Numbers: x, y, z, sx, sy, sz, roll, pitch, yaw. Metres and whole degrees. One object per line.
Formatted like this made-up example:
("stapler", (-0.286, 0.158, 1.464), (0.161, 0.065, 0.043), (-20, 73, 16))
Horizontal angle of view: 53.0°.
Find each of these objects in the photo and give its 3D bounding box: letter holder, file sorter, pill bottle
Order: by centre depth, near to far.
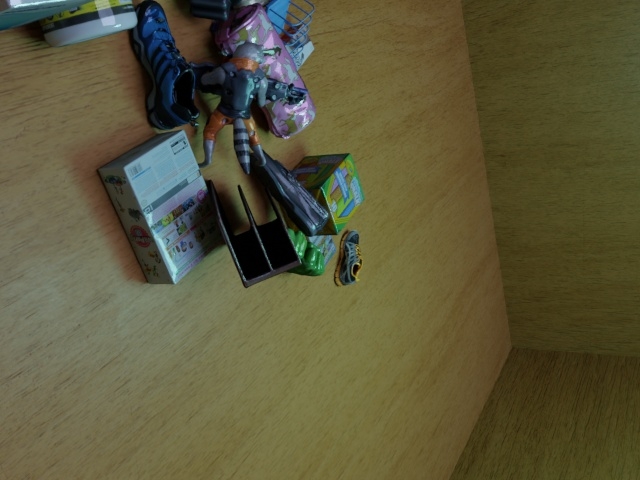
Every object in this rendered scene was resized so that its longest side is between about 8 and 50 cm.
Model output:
("pill bottle", (-0.499, -0.564, 1.251), (0.188, 0.187, 0.334), (-41, 122, -51))
("letter holder", (-0.178, -0.057, 1.635), (0.302, 0.151, 0.215), (-120, -171, -65))
("file sorter", (-0.097, -0.618, 1.865), (0.118, 0.104, 0.170), (-51, 174, -29))

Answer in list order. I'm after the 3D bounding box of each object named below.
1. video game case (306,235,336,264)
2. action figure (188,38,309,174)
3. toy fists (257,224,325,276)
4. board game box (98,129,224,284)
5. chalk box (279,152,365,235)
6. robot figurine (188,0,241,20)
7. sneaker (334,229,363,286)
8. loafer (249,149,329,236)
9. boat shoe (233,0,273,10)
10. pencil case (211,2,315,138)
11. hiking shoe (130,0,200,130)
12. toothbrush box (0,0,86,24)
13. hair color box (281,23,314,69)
("video game case", (0.000, 0.000, 2.185), (0.119, 0.015, 0.166), (-54, 132, -45))
("action figure", (-0.174, -0.352, 1.682), (0.341, 0.178, 0.330), (-2, 109, -22))
("toy fists", (-0.082, 0.030, 1.923), (0.279, 0.142, 0.096), (44, 65, -49))
("board game box", (-0.367, -0.080, 1.533), (0.224, 0.097, 0.304), (-47, 127, -48))
("chalk box", (0.016, -0.166, 2.065), (0.289, 0.180, 0.179), (-54, 133, -45))
("robot figurine", (-0.265, -0.707, 1.634), (0.173, 0.209, 0.278), (15, 76, -43))
("sneaker", (0.116, 0.065, 2.305), (0.084, 0.083, 0.215), (36, 58, -50))
("loafer", (-0.090, -0.152, 1.888), (0.095, 0.109, 0.303), (-41, 101, -19))
("boat shoe", (-0.155, -0.744, 1.878), (0.302, 0.109, 0.098), (-40, 124, -44))
("pencil case", (-0.151, -0.472, 1.827), (0.386, 0.167, 0.160), (56, 13, -41))
("hiking shoe", (-0.354, -0.419, 1.527), (0.113, 0.132, 0.304), (-29, 114, -54))
("toothbrush box", (-0.539, -0.434, 1.084), (0.216, 0.295, 0.126), (-38, 121, -51))
("hair color box", (-0.088, -0.599, 2.025), (0.093, 0.053, 0.167), (62, 40, -35))
